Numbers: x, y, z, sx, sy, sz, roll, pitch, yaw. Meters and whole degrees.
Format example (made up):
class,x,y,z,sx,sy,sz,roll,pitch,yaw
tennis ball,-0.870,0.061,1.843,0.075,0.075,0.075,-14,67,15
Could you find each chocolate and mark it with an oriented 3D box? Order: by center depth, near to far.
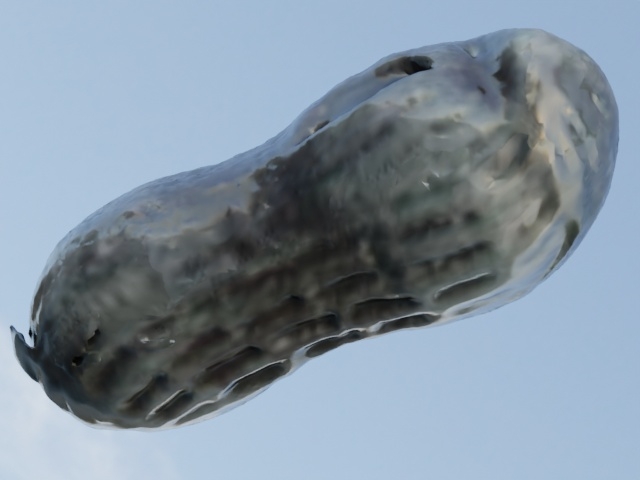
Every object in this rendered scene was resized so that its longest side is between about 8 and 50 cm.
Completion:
class,x,y,z,sx,sy,sz,roll,pitch,yaw
chocolate,0.000,0.000,0.684,0.248,0.110,0.110,-23,-71,13
